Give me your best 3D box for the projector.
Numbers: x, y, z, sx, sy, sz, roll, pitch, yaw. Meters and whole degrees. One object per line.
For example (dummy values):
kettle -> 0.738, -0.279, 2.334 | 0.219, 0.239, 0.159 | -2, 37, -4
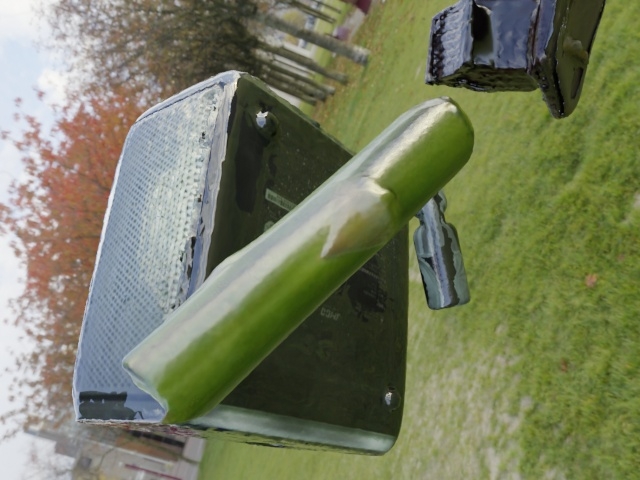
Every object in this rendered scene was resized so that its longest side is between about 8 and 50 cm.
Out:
projector -> -0.066, 0.052, 0.760 | 0.242, 0.395, 0.405 | -13, 62, 38

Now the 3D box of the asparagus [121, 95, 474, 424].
asparagus -> 0.001, 0.002, 0.362 | 0.278, 0.060, 0.067 | -41, 36, -23

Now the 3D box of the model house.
model house -> 0.212, -0.253, 0.644 | 0.164, 0.141, 0.203 | 23, 106, 40

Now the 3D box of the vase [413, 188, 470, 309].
vase -> 0.152, -0.015, 0.777 | 0.060, 0.060, 0.211 | 157, 102, -79
